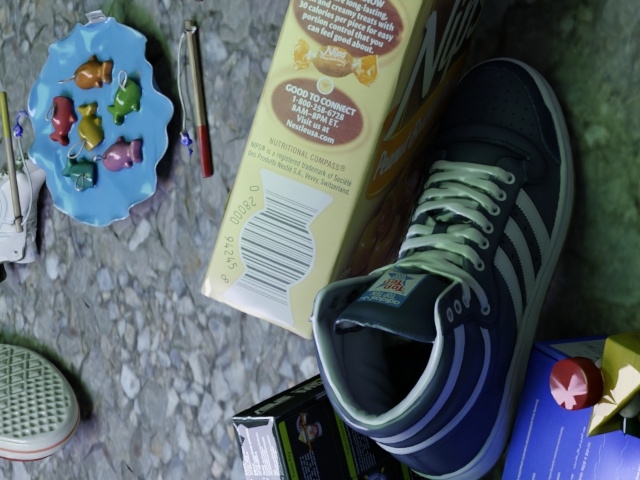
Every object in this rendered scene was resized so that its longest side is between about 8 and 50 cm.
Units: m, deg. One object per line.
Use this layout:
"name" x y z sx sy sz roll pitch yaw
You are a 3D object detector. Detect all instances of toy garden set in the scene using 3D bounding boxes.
"toy garden set" 0.251 0.032 0.867 0.244 0.204 0.049 -43 62 45

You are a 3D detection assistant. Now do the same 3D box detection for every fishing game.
"fishing game" -0.203 -0.107 1.537 0.264 0.041 0.189 -9 85 40

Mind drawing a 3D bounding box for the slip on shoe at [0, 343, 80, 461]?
"slip on shoe" -0.340 0.170 1.725 0.331 0.123 0.101 4 128 47

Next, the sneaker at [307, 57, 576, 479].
"sneaker" 0.078 0.002 1.076 0.099 0.153 0.282 3 76 31

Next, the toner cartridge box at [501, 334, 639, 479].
"toner cartridge box" 0.175 0.249 1.083 0.165 0.075 0.347 31 116 48

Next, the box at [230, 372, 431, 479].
"box" 0.036 0.174 1.137 0.045 0.184 0.190 -5 102 43

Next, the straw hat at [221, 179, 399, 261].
"straw hat" 0.000 0.000 1.294 0.061 0.145 0.144 73 177 -69

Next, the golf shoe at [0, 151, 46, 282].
"golf shoe" -0.294 -0.024 1.690 0.086 0.069 0.176 47 126 -3

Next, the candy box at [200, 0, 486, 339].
"candy box" 0.033 -0.111 1.124 0.088 0.183 0.316 23 109 12
